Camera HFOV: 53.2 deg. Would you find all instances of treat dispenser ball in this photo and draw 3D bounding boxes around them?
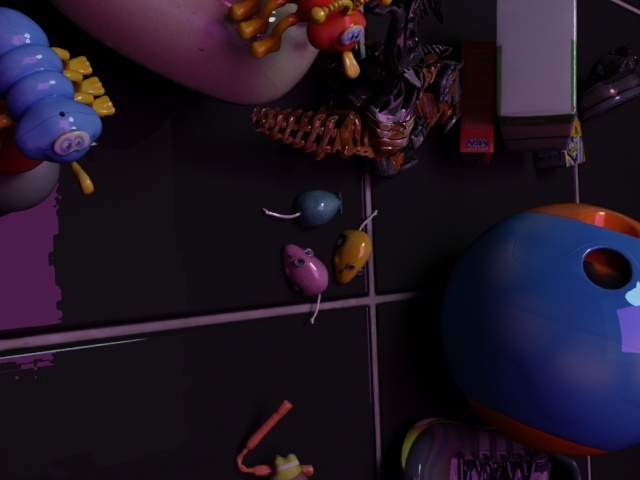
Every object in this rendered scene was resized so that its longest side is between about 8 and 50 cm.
[{"bbox_3d":[0.284,0.101,0.746,0.288,0.288,0.289,2,87,-41],"label":"treat dispenser ball"}]

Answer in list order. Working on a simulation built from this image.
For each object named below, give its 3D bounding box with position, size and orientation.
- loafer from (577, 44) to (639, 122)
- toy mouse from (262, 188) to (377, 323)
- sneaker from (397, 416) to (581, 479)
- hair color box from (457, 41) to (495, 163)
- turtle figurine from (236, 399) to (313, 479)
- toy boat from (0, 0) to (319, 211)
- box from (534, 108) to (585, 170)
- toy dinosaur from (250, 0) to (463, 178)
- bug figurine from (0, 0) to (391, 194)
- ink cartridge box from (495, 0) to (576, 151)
[{"bbox_3d":[0.476,-0.266,1.060,0.302,0.109,0.095,-26,88,-50],"label":"loafer"},{"bbox_3d":[0.000,0.000,0.672,0.143,0.031,0.161,36,66,-34],"label":"toy mouse"},{"bbox_3d":[0.210,0.278,0.783,0.299,0.121,0.111,8,82,-40],"label":"sneaker"},{"bbox_3d":[0.200,-0.175,0.826,0.072,0.043,0.141,26,67,-80],"label":"hair color box"},{"bbox_3d":[-0.024,0.307,0.601,0.217,0.087,0.270,37,65,-34],"label":"turtle figurine"},{"bbox_3d":[-0.151,-0.163,0.481,0.267,0.148,0.318,36,61,-9],"label":"toy boat"},{"bbox_3d":[0.354,-0.196,0.975,0.059,0.054,0.169,-17,100,-40],"label":"box"},{"bbox_3d":[0.064,-0.160,0.664,0.322,0.164,0.219,-50,142,-59],"label":"toy dinosaur"},{"bbox_3d":[-0.100,-0.160,0.375,0.279,0.072,0.216,-31,86,-30],"label":"bug figurine"},{"bbox_3d":[0.278,-0.212,0.826,0.219,0.092,0.161,13,77,-71],"label":"ink cartridge box"}]
